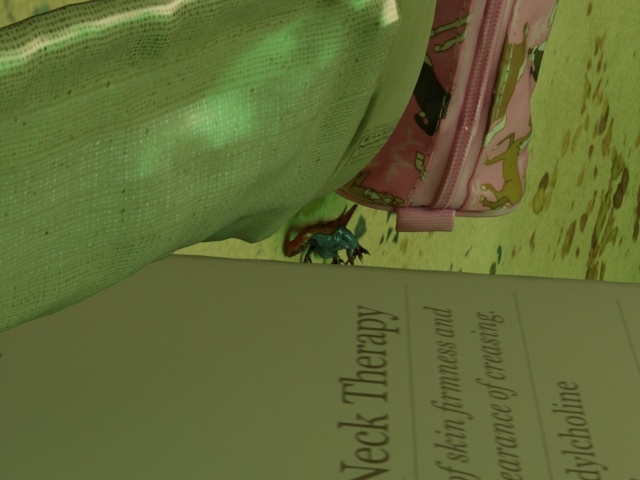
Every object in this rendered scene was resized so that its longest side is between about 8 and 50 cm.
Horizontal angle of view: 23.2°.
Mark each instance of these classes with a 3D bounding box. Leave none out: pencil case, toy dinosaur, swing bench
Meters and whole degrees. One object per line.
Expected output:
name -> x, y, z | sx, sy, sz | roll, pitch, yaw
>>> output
pencil case -> 0.101, -0.200, 1.032 | 0.167, 0.160, 0.386 | -26, 135, -53
toy dinosaur -> 0.000, 0.000, 1.142 | 0.082, 0.047, 0.090 | 46, 27, -53
swing bench -> -0.116, -0.091, 0.441 | 0.253, 0.165, 0.254 | -26, 94, -38

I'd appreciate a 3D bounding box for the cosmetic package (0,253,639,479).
cosmetic package -> -0.018, 0.216, 0.637 | 0.329, 0.394, 0.327 | -86, 180, -66
